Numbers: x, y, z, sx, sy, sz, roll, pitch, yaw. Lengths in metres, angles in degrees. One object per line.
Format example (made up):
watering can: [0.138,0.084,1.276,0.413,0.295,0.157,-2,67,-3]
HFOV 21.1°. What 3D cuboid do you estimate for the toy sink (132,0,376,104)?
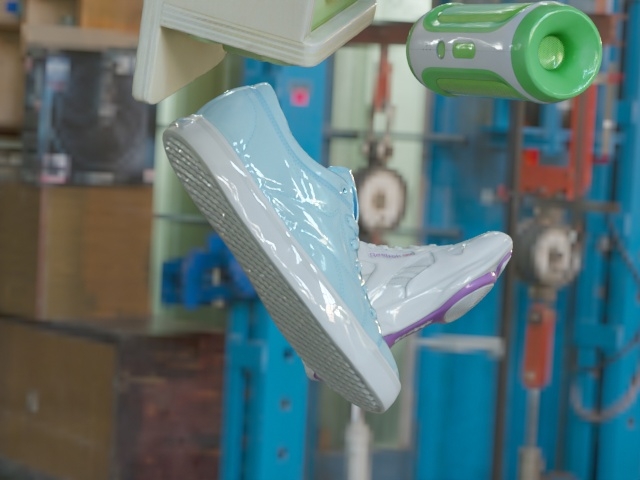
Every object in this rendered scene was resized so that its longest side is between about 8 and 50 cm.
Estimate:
toy sink: [-0.032,-0.205,1.219,0.131,0.234,0.153,18,25,14]

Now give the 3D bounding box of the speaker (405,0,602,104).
speaker: [0.222,-0.235,2.134,0.131,0.131,0.296,1,6,-26]

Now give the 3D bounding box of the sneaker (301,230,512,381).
sneaker: [0.087,0.040,1.980,0.305,0.152,0.114,-25,-20,-25]

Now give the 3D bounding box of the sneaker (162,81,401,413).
sneaker: [0.000,0.000,1.743,0.150,0.366,0.135,-37,12,-19]
